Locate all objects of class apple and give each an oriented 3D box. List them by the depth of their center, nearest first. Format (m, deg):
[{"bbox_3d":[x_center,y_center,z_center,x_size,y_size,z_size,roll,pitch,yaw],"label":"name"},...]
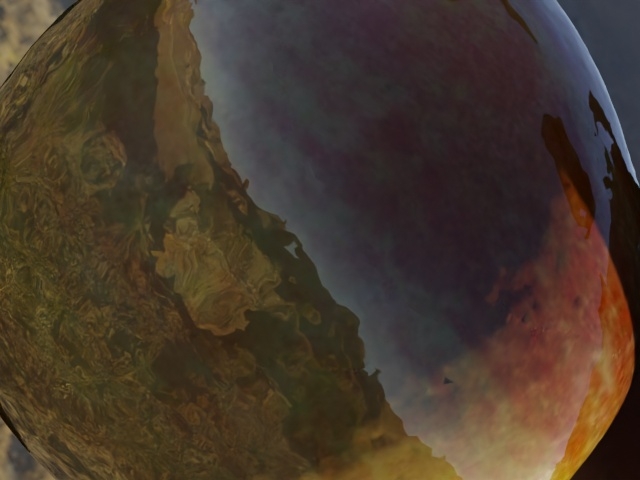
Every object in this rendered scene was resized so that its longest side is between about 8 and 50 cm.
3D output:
[{"bbox_3d":[0.000,0.000,0.580,0.234,0.257,0.257,39,10,5],"label":"apple"}]

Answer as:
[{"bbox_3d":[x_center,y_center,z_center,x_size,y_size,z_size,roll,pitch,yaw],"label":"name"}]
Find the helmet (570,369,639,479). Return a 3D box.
[{"bbox_3d":[0.197,0.105,0.727,0.337,0.230,0.385,77,3,-55],"label":"helmet"}]
